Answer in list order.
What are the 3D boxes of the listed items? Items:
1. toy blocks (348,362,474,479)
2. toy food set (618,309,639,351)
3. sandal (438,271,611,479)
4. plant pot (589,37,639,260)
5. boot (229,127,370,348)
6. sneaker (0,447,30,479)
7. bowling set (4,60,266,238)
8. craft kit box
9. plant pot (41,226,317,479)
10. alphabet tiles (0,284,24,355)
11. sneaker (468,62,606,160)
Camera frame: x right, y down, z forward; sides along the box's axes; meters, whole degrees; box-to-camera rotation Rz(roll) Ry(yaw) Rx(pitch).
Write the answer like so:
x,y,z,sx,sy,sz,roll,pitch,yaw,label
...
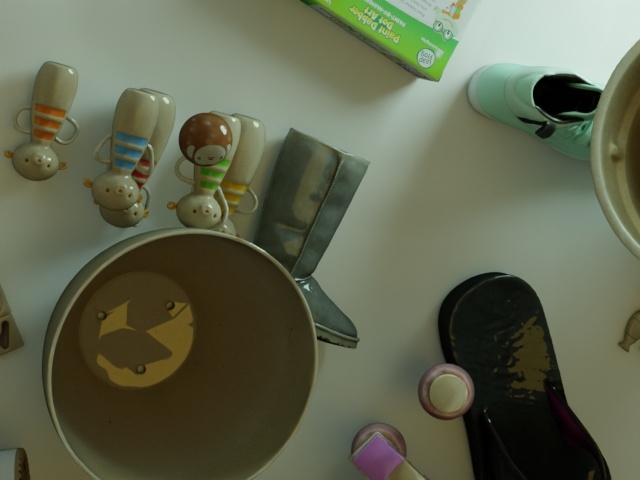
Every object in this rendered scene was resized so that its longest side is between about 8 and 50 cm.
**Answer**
x,y,z,sx,sy,sz,roll,pitch,yaw,label
0.123,0.331,1.832,0.309,0.260,0.288,-41,85,-1,toy blocks
0.435,0.096,2.018,0.078,0.019,0.122,27,89,-24,toy food set
0.263,0.253,1.927,0.167,0.107,0.446,-29,109,-15,sandal
0.499,-0.075,1.826,0.334,0.334,0.305,-63,159,-1,plant pot
0.002,0.001,1.801,0.189,0.076,0.208,28,81,-27,boot
-0.380,0.345,1.685,0.153,0.099,0.282,-2,115,-6,sneaker
-0.173,-0.072,1.644,0.287,0.200,0.154,14,97,-21,bowling set
0.087,-0.344,1.776,0.250,0.061,0.247,31,85,-24,craft kit box
-0.168,0.113,1.676,0.284,0.191,0.284,-5,102,-22,plant pot
-0.440,0.105,1.662,0.237,0.009,0.198,-24,107,-17,alphabet tiles
0.314,-0.142,1.853,0.256,0.151,0.094,12,93,-25,sneaker
